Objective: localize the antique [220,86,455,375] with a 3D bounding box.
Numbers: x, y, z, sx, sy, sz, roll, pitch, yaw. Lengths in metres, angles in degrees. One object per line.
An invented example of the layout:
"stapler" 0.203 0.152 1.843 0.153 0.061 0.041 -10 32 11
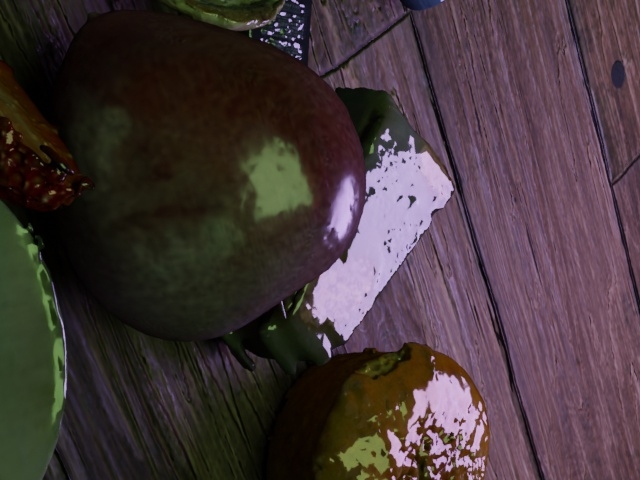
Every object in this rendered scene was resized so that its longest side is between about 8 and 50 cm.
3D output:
"antique" 0.000 0.000 1.415 0.150 0.125 0.284 53 55 -36

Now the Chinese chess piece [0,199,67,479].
"Chinese chess piece" -0.343 0.097 1.013 0.349 0.146 0.349 -7 99 -48

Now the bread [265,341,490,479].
"bread" 0.057 0.235 1.494 0.268 0.145 0.268 -1 91 -46

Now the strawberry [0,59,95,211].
"strawberry" -0.255 -0.083 1.089 0.082 0.188 0.121 -44 161 8

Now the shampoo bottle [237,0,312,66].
"shampoo bottle" -0.054 -0.229 1.371 0.098 0.071 0.309 4 91 -48

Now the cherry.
"cherry" -0.101 -0.056 1.204 0.307 0.261 0.221 57 10 -16

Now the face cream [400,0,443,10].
"face cream" 0.030 -0.372 1.429 0.385 0.135 0.086 50 45 -46

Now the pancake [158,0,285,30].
"pancake" -0.104 -0.225 1.262 0.158 0.158 0.028 -17 138 -47
